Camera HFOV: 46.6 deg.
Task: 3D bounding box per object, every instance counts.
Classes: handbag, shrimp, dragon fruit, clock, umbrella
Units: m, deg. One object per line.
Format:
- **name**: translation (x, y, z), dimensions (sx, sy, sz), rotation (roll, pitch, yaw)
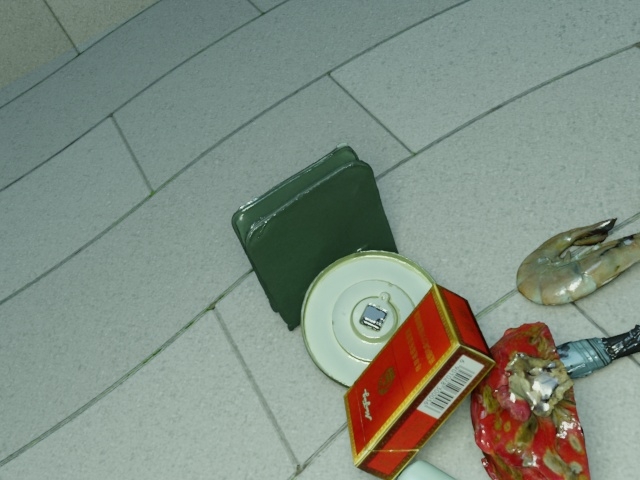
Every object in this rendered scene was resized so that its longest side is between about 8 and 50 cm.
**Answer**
- **handbag**: translation (-0.001, -0.002, 1.249), dimensions (0.247, 0.260, 0.079), rotation (-33, 44, -12)
- **shrimp**: translation (0.430, 0.022, 1.185), dimensions (0.254, 0.059, 0.145), rotation (-33, 31, 2)
- **dragon fruit**: translation (0.258, 0.208, 0.952), dimensions (0.134, 0.211, 0.262), rotation (-10, 57, 4)
- **clock**: translation (0.085, 0.127, 1.191), dimensions (0.234, 0.029, 0.235), rotation (-1, 67, 3)
- **umbrella**: translation (0.351, 0.180, 1.079), dimensions (0.250, 0.053, 0.052), rotation (-18, 56, 6)

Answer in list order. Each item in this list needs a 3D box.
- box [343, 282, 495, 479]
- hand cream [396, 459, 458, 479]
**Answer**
- **box**: translation (0.129, 0.196, 1.036), dimensions (0.240, 0.074, 0.153), rotation (-54, 23, 21)
- **hand cream**: translation (0.229, 0.396, 0.949), dimensions (0.320, 0.067, 0.109), rotation (31, 66, 32)
